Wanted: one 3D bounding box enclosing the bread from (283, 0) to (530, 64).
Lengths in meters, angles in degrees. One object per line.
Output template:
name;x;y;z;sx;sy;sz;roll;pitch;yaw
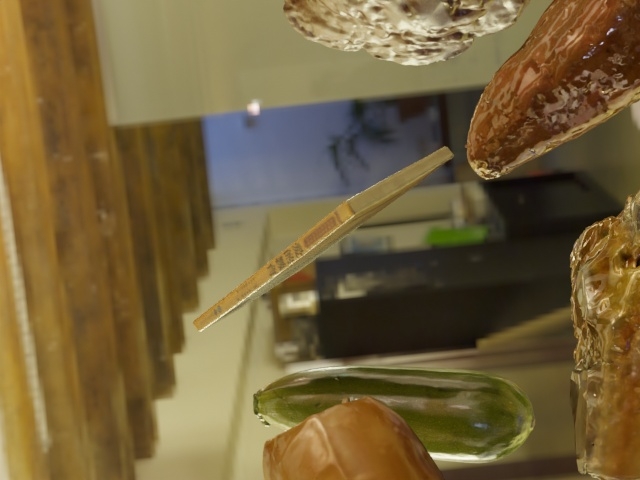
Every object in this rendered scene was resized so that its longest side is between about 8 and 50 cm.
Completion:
bread;0.083;-0.284;1.348;0.232;0.246;0.135;80;-160;-51

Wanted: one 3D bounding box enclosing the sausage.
sausage;0.069;0.244;0.797;0.112;0.112;0.328;76;168;-77

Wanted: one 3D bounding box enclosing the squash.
squash;0.051;0.122;1.009;0.066;0.201;0.066;1;-90;-79

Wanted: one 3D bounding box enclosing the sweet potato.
sweet potato;0.187;-0.135;0.908;0.097;0.251;0.097;47;-169;-11

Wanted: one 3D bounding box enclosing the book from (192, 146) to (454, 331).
book;0.000;0.000;0.929;0.118;0.172;0.012;-31;-94;-48

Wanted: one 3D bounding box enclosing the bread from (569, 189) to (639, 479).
bread;0.195;0.061;0.731;0.127;0.147;0.152;119;163;-74
